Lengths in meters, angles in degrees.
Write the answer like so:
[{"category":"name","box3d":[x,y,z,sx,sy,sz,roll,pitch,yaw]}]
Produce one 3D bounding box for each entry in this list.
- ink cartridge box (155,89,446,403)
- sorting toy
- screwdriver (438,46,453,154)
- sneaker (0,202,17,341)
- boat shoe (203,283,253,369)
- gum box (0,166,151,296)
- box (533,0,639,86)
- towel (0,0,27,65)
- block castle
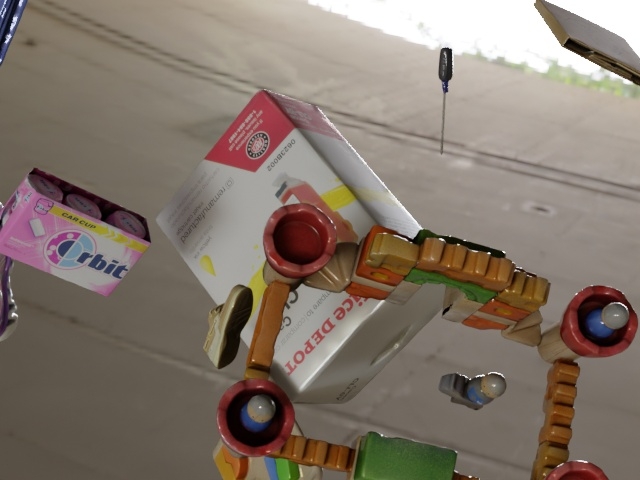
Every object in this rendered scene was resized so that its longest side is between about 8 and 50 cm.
[{"category":"ink cartridge box","box3d":[-0.024,0.011,1.635,0.384,0.279,0.160,51,-160,26]},{"category":"sorting toy","box3d":[-0.083,0.305,1.520,0.038,0.193,0.208,4,-139,-34]},{"category":"screwdriver","box3d":[0.197,-0.217,1.730,0.025,0.170,0.024,-4,-163,-2]},{"category":"sneaker","box3d":[-0.499,0.046,1.598,0.095,0.236,0.104,0,-167,11]},{"category":"boat shoe","box3d":[-0.126,0.108,1.449,0.045,0.135,0.050,37,-145,25]},{"category":"gum box","box3d":[-0.335,-0.011,1.471,0.188,0.107,0.062,26,-154,-35]},{"category":"box","box3d":[0.408,-0.295,1.648,0.164,0.021,0.201,23,-154,-14]},{"category":"towel","box3d":[-0.502,-0.358,1.430,0.336,0.243,0.040,34,-163,22]},{"category":"block castle","box3d":[0.125,0.150,1.277,0.453,0.303,0.213,15,160,-5]}]
